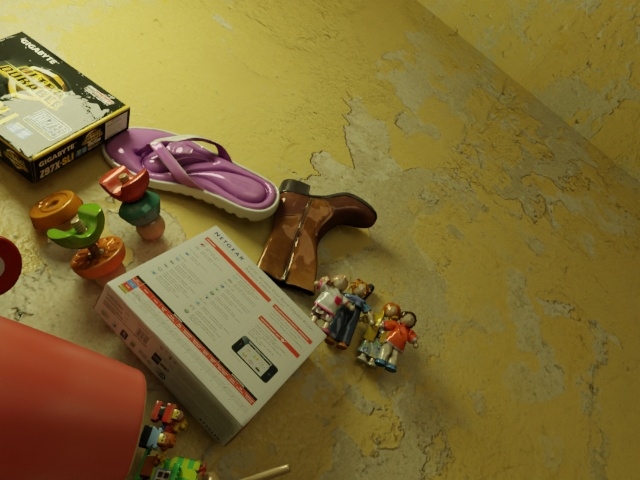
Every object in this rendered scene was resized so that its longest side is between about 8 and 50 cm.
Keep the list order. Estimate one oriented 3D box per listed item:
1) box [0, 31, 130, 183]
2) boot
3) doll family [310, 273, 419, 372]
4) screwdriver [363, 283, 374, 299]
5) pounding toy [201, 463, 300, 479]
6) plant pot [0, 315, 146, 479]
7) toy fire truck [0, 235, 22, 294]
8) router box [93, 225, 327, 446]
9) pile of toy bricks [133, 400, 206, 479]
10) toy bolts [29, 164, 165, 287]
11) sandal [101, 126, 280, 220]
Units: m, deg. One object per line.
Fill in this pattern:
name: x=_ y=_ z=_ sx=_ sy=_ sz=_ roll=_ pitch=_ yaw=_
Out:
box: x=-0.615 y=-0.290 z=1.142 sx=0.321 sy=0.079 sz=0.257 roll=35 pitch=51 yaw=8
boot: x=0.000 y=0.000 z=1.275 sx=0.263 sy=0.096 sz=0.281 roll=21 pitch=51 yaw=-14
doll family: x=0.090 y=0.174 z=1.199 sx=0.262 sy=0.118 sz=0.163 roll=29 pitch=66 yaw=0
screwdriver: x=0.074 y=0.155 z=1.257 sx=0.170 sy=0.024 sz=0.025 roll=-44 pitch=113 yaw=-35
pounding toy: x=-0.063 y=0.462 z=0.873 sx=0.269 sy=0.155 sz=0.154 roll=13 pitch=48 yaw=-19
plant pot: x=-0.403 y=0.265 z=0.785 sx=0.243 sy=0.275 sz=0.275 roll=19 pitch=50 yaw=-28
toy fire truck: x=-0.626 y=0.045 z=0.794 sx=0.169 sy=0.302 sz=0.254 roll=5 pitch=48 yaw=24
router box: x=-0.190 y=0.158 z=1.025 sx=0.335 sy=0.082 sz=0.301 roll=45 pitch=35 yaw=7
pile of toy bricks: x=-0.236 y=0.367 z=0.865 sx=0.104 sy=0.118 sz=0.212 roll=10 pitch=52 yaw=3
toy bolts: x=-0.424 y=-0.028 z=1.079 sx=0.218 sy=0.159 sz=0.228 roll=16 pitch=49 yaw=37
sandal: x=-0.281 y=-0.179 z=1.230 sx=0.415 sy=0.102 sz=0.170 roll=20 pitch=50 yaw=-6
